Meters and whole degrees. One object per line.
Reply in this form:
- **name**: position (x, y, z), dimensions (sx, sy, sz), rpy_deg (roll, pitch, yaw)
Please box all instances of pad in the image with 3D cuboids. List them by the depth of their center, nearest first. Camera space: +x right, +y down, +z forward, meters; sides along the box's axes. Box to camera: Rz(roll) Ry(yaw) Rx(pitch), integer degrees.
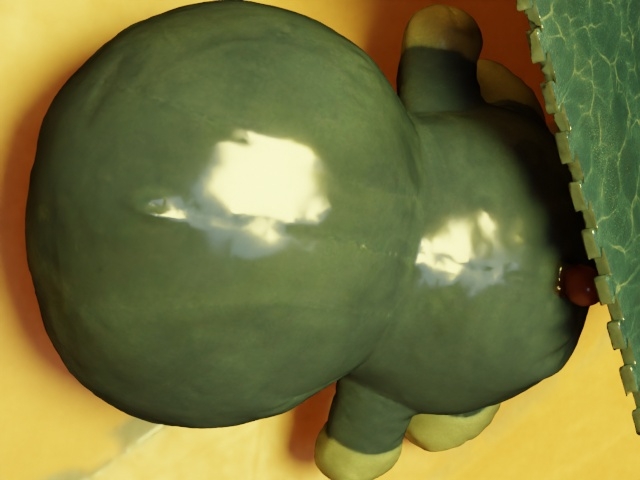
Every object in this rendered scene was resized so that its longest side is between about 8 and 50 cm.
- **pad**: position (0.142, -0.083, 0.575), dimensions (0.269, 0.012, 0.269), rpy_deg (-50, 125, -56)

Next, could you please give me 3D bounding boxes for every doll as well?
- **doll**: position (0.000, 0.000, 0.540), dimensions (0.259, 0.154, 0.228), rpy_deg (10, 96, -21)
